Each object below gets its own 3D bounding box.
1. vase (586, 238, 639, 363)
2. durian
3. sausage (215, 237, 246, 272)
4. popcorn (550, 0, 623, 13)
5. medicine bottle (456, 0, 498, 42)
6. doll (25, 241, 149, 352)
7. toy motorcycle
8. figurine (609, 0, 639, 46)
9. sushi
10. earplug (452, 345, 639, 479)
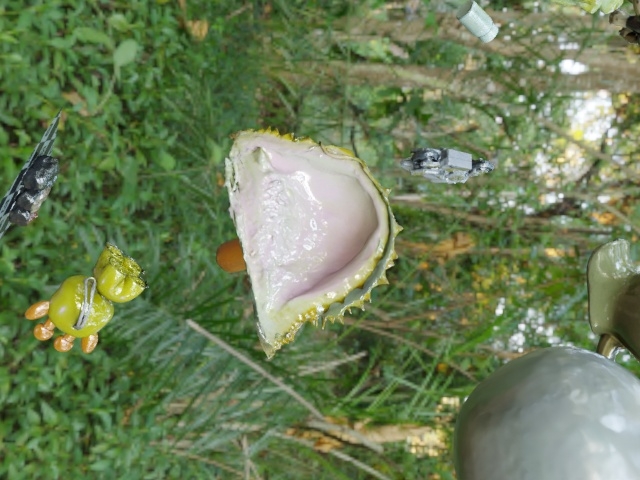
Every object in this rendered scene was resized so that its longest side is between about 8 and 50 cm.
[{"bbox_3d":[0.676,0.191,1.542,0.241,0.302,0.329,10,100,-50],"label":"vase"},{"bbox_3d":[0.007,-0.013,0.990,0.185,0.195,0.305,32,45,-55],"label":"durian"},{"bbox_3d":[-0.150,0.020,1.672,0.076,0.197,0.076,38,41,-43],"label":"sausage"},{"bbox_3d":[0.498,-0.510,1.335,0.184,0.221,0.204,130,-47,-73],"label":"popcorn"},{"bbox_3d":[0.312,-0.435,1.506,0.083,0.047,0.047,33,42,-29],"label":"medicine bottle"},{"bbox_3d":[-0.413,0.113,1.350,0.143,0.221,0.135,43,9,-34],"label":"doll"},{"bbox_3d":[0.300,-0.180,1.849,0.152,0.225,0.073,158,-65,-63],"label":"toy motorcycle"},{"bbox_3d":[0.886,-0.469,1.807,0.241,0.412,0.306,-45,171,-3],"label":"figurine"},{"bbox_3d":[-0.499,-0.089,1.333,0.219,0.047,0.231,-40,-155,58],"label":"sushi"},{"bbox_3d":[0.365,0.345,1.046,0.394,0.312,0.312,57,4,2],"label":"earplug"}]
